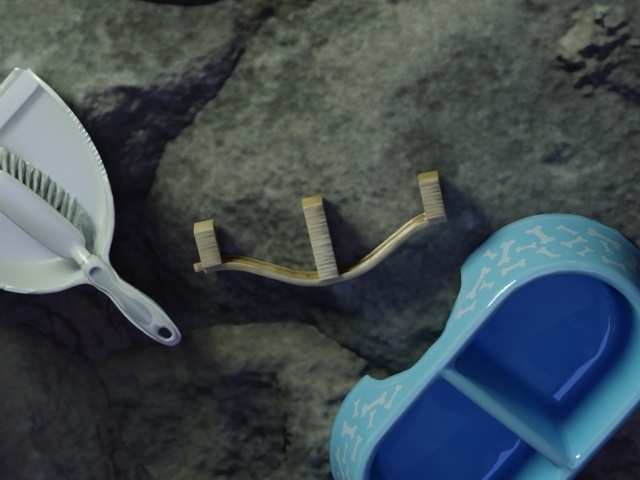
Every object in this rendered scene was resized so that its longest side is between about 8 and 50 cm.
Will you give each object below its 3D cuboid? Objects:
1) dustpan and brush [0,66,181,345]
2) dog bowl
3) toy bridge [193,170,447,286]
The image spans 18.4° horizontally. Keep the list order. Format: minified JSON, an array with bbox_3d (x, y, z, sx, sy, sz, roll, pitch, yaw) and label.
[{"bbox_3d":[-0.180,-0.001,1.410,0.211,0.060,0.147,40,102,-13],"label":"dustpan and brush"},{"bbox_3d":[0.133,0.119,1.454,0.166,0.074,0.297,38,102,-12],"label":"dog bowl"},{"bbox_3d":[0.000,0.000,1.437,0.188,0.026,0.063,-13,109,2],"label":"toy bridge"}]
